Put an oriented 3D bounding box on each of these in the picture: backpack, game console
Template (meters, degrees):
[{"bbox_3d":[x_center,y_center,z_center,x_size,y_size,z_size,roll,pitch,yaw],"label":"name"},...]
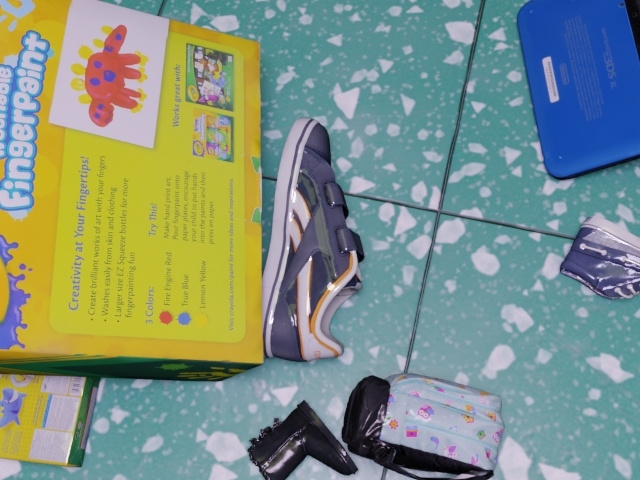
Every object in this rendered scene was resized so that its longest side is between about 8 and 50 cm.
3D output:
[{"bbox_3d":[0.126,0.219,0.857,0.181,0.152,0.115,14,81,-3],"label":"backpack"},{"bbox_3d":[0.448,-0.230,1.045,0.250,0.173,0.293,-17,66,32],"label":"game console"}]

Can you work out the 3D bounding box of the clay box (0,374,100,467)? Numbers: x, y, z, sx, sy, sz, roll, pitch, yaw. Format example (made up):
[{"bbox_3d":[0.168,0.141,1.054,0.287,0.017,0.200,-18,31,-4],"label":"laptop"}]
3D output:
[{"bbox_3d":[-0.412,0.219,0.949,0.221,0.053,0.128,5,71,8],"label":"clay box"}]

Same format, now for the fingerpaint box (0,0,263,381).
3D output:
[{"bbox_3d":[-0.270,-0.061,0.897,0.371,0.163,0.445,7,68,-27],"label":"fingerpaint box"}]

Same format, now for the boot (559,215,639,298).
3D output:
[{"bbox_3d":[0.410,0.049,0.936,0.190,0.069,0.086,30,83,22],"label":"boot"}]

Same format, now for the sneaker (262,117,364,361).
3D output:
[{"bbox_3d":[0.000,0.000,0.954,0.127,0.126,0.321,7,82,12],"label":"sneaker"}]

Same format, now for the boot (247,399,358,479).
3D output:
[{"bbox_3d":[-0.025,0.269,0.902,0.099,0.045,0.121,-39,65,-11],"label":"boot"}]
